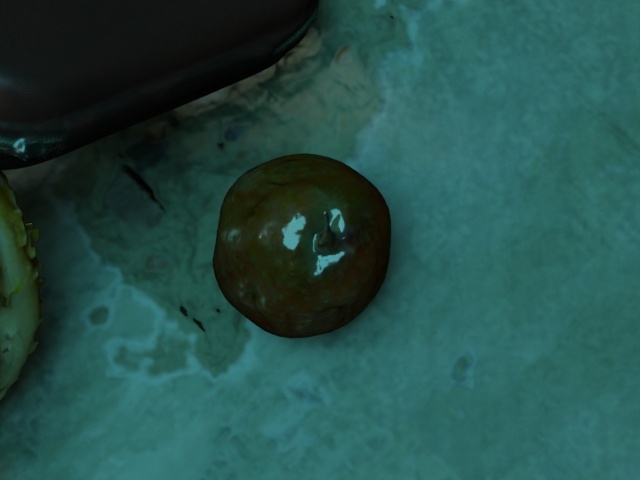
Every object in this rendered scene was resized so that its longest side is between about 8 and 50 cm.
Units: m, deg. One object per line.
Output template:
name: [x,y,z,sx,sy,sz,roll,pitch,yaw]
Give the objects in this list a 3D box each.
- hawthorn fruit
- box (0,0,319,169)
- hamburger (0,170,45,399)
hawthorn fruit: [-0.003,0.012,1.464,0.149,0.189,0.149,-9,112,-22]
box: [-0.182,-0.200,1.452,0.263,0.108,0.404,45,46,16]
hamburger: [-0.382,0.035,1.432,0.330,0.250,0.330,9,113,22]
